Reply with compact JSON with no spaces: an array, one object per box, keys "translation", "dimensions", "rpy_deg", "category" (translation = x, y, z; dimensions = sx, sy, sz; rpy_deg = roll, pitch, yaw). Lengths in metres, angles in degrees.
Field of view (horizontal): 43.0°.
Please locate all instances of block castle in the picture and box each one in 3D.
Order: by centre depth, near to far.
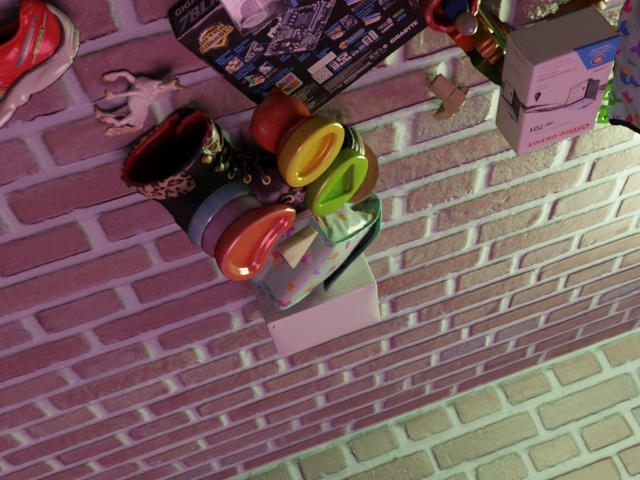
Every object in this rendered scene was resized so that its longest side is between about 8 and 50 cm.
[{"translation":[0.356,-0.381,1.261],"dimensions":[0.303,0.213,0.453],"rpy_deg":[-39,146,25],"category":"block castle"}]

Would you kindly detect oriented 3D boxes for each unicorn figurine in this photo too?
[{"translation":[-0.283,-0.220,1.256],"dimensions":[0.111,0.060,0.162],"rpy_deg":[-3,160,-31],"category":"unicorn figurine"}]

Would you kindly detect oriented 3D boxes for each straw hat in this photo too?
[{"translation":[0.058,-0.149,1.571],"dimensions":[0.144,0.144,0.061],"rpy_deg":[-49,-178,37],"category":"straw hat"}]

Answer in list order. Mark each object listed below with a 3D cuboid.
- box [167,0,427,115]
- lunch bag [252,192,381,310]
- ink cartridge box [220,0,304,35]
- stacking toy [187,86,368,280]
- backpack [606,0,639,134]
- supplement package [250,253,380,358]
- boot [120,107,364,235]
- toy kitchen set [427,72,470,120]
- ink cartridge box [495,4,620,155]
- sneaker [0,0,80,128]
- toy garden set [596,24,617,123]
[{"translation":[-0.024,-0.332,1.222],"dimensions":[0.295,0.073,0.293],"rpy_deg":[-35,144,17],"category":"box"},{"translation":[0.000,0.000,1.673],"dimensions":[0.223,0.160,0.262],"rpy_deg":[-50,166,32],"category":"lunch bag"},{"translation":[-0.107,-0.419,0.973],"dimensions":[0.165,0.065,0.333],"rpy_deg":[-28,135,9],"category":"ink cartridge box"},{"translation":[-0.074,-0.089,1.348],"dimensions":[0.309,0.130,0.279],"rpy_deg":[-52,159,12],"category":"stacking toy"},{"translation":[0.540,-0.281,1.186],"dimensions":[0.225,0.191,0.253],"rpy_deg":[-33,131,-17],"category":"backpack"},{"translation":[-0.009,0.134,1.894],"dimensions":[0.261,0.145,0.204],"rpy_deg":[-20,149,-4],"category":"supplement package"},{"translation":[-0.132,-0.132,1.416],"dimensions":[0.377,0.138,0.284],"rpy_deg":[-25,150,15],"category":"boot"},{"translation":[0.234,-0.280,1.526],"dimensions":[0.068,0.075,0.083],"rpy_deg":[-54,-167,-16],"category":"toy kitchen set"},{"translation":[0.345,-0.232,1.201],"dimensions":[0.139,0.082,0.191],"rpy_deg":[-20,144,-8],"category":"ink cartridge box"},{"translation":[-0.456,-0.231,1.105],"dimensions":[0.279,0.107,0.118],"rpy_deg":[-36,129,15],"category":"sneaker"},{"translation":[0.578,-0.339,1.637],"dimensions":[0.203,0.049,0.244],"rpy_deg":[-4,145,-32],"category":"toy garden set"}]
